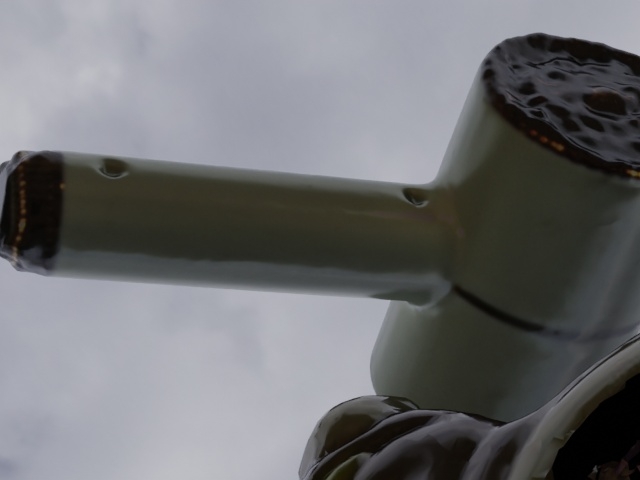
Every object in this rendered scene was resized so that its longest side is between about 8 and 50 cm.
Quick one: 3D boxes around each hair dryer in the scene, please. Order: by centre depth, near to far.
[{"bbox_3d":[0.000,0.000,0.867,0.362,0.203,0.128,4,-143,-20],"label":"hair dryer"}]

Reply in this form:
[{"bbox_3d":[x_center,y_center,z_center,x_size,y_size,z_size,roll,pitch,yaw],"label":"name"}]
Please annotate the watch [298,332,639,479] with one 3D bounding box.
[{"bbox_3d":[0.176,0.191,0.554,0.335,0.327,0.314,-15,-152,22],"label":"watch"}]
